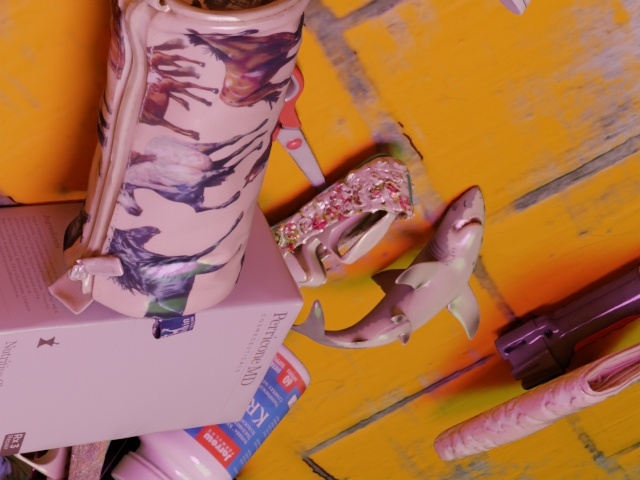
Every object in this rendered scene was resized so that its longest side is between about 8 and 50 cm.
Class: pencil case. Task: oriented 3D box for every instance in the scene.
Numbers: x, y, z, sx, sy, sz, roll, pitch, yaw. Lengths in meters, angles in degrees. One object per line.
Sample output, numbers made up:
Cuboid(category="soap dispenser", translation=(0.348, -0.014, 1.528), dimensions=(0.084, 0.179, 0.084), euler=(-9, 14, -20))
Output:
Cuboid(category="pencil case", translation=(-0.119, -0.097, 1.363), dimensions=(0.183, 0.160, 0.410), euler=(-43, 161, -38))

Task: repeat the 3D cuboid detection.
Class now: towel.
Cuboid(category="towel", translation=(0.348, 0.187, 2.107), dimensions=(0.317, 0.053, 0.332), euler=(-18, 169, -34))

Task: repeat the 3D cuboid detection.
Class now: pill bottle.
Cuboid(category="pill bottle", translation=(-0.123, 0.198, 1.789), dimensions=(0.221, 0.124, 0.124), euler=(-51, 153, -15))

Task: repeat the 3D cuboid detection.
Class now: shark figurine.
Cuboid(category="shark figurine", translation=(0.067, 0.062, 1.814), dimensions=(0.278, 0.116, 0.166), euler=(-30, 125, -20))

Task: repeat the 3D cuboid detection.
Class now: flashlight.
Cuboid(category="flashlight", translation=(0.380, 0.093, 2.085), dimensions=(0.304, 0.103, 0.103), euler=(-30, 176, 13))

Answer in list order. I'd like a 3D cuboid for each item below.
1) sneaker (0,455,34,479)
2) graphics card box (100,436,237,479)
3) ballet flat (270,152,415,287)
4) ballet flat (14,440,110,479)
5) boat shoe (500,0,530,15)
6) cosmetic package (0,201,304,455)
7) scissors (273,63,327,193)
Cuboid(category="sneaker", translation=(-0.372, 0.279, 1.864), dimensions=(0.150, 0.135, 0.366), euler=(-42, 155, -33))
Cuboid(category="graphics card box", translation=(-0.205, 0.355, 1.988), dimensions=(0.233, 0.094, 0.371), euler=(-55, 154, -14))
Cuboid(category="ballet flat", translation=(0.000, 0.000, 1.685), dimensions=(0.241, 0.077, 0.091), euler=(-37, 152, 27))
Cuboid(category="ballet flat", translation=(-0.289, 0.253, 1.743), dimensions=(0.106, 0.316, 0.107), euler=(14, 177, -40))
Cuboid(category="boat shoe", translation=(0.173, -0.245, 1.489), dimensions=(0.035, 0.035, 0.100), euler=(-52, 144, -6))
Cuboid(category="cosmetic package", translation=(-0.237, 0.083, 1.587), dimensions=(0.385, 0.156, 0.217), euler=(-5, 142, -27))
Cuboid(category="scissors", translation=(-0.023, -0.107, 1.571), dimensions=(0.109, 0.021, 0.297), euler=(-33, 148, 17))
